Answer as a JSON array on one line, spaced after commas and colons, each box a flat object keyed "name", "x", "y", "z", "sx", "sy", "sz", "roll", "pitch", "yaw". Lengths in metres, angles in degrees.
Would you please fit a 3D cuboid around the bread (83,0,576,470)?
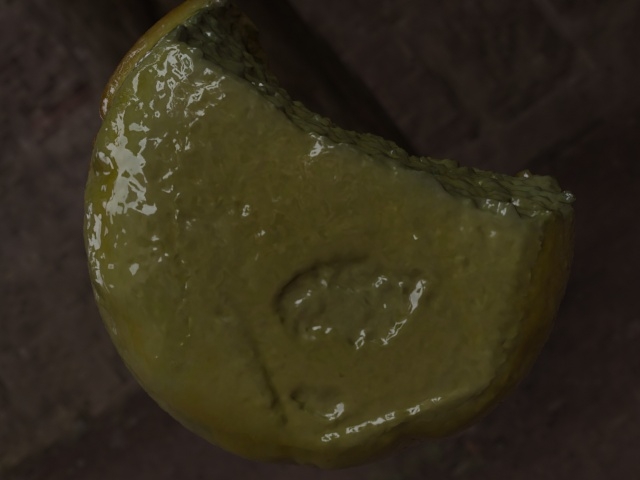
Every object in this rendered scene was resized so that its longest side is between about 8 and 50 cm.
[{"name": "bread", "x": -0.007, "y": 0.008, "z": 0.603, "sx": 0.125, "sy": 0.156, "sz": 0.086, "roll": -61, "pitch": 4, "yaw": 5}]
